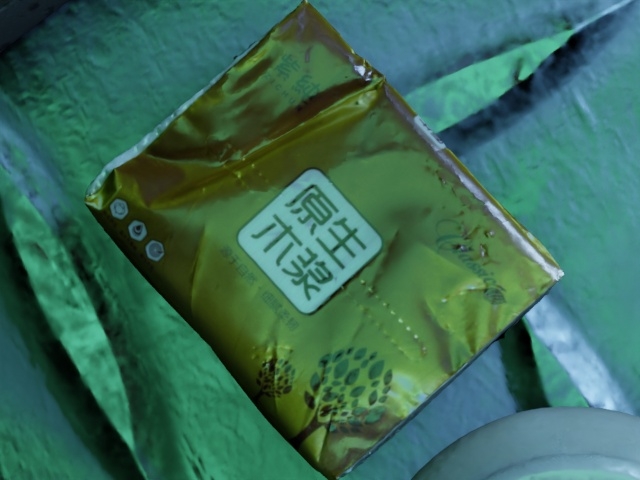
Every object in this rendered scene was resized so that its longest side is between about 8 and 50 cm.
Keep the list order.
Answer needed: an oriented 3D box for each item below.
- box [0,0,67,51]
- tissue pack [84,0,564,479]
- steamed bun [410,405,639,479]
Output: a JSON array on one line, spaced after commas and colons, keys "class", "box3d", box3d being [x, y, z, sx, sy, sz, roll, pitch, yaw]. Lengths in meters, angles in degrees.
[{"class": "box", "box3d": [-0.204, -0.259, 0.966, 0.297, 0.190, 0.225, -38, 84, 2]}, {"class": "tissue pack", "box3d": [0.000, 0.000, 0.969, 0.183, 0.092, 0.226, -42, 84, 1]}, {"class": "steamed bun", "box3d": [0.137, 0.199, 0.907, 0.231, 0.145, 0.232, 1, 99, 5]}]
